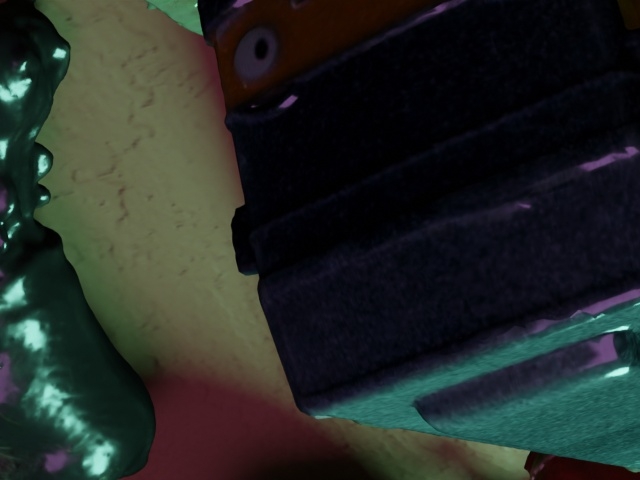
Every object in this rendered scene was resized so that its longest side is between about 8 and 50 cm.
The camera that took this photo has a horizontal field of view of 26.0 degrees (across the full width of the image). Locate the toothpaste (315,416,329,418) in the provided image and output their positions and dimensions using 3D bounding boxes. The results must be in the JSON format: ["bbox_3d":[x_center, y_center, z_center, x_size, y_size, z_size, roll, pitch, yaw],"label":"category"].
[{"bbox_3d":[0.000,0.000,0.770,0.058,0.056,0.314,30,151,38],"label":"toothpaste"}]

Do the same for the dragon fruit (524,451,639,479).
[{"bbox_3d":[0.293,0.122,0.716,0.316,0.205,0.152,9,112,-15],"label":"dragon fruit"}]

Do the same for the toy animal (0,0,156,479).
[{"bbox_3d":[-0.197,0.024,0.783,0.168,0.106,0.343,0,129,10],"label":"toy animal"}]

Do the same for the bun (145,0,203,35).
[{"bbox_3d":[0.014,-0.168,0.546,0.221,0.108,0.221,-7,156,-3],"label":"bun"}]

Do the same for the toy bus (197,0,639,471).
[{"bbox_3d":[0.111,-0.015,0.561,0.162,0.194,0.323,-23,157,28],"label":"toy bus"}]
